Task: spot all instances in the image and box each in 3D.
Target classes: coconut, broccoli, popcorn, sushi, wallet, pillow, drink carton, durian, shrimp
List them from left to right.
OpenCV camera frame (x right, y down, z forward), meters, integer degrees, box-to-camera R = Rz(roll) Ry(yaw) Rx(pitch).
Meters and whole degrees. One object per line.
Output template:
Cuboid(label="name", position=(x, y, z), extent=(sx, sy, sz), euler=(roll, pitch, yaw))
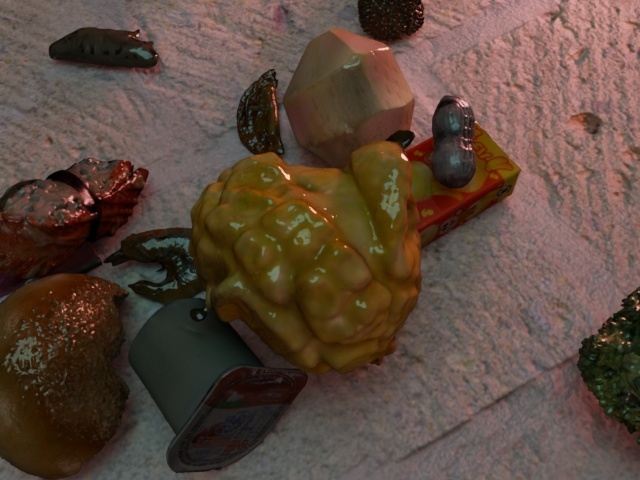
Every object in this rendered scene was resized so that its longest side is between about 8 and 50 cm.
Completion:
Cuboid(label="wallet", position=(-0.500, 0.049, 1.151), extent=(0.232, 0.025, 0.119), euler=(-29, 62, -12))
Cuboid(label="sushi", position=(-0.413, -0.048, 1.097), extent=(0.129, 0.124, 0.332), euler=(24, 33, 11))
Cuboid(label="pillow", position=(-0.436, -0.398, 1.376), extent=(0.240, 0.051, 0.093), euler=(6, 62, 11))
Cuboid(label="shrimp", position=(-0.263, 0.037, 1.121), extent=(0.187, 0.052, 0.133), euler=(-2, 61, 1))
Cuboid(label="drink carton", position=(-0.168, 0.194, 0.952), extent=(0.189, 0.185, 0.191), euler=(42, 104, 29))
Cuboid(label="popcorn", position=(0.000, 0.000, 0.935), extent=(0.349, 0.349, 0.382), euler=(36, 82, 21))
Cuboid(label="coconut", position=(0.041, -0.248, 1.168), extent=(0.236, 0.237, 0.197), euler=(30, 36, 19))
Cuboid(label="durian", position=(0.133, -0.490, 1.358), extent=(0.148, 0.091, 0.188), euler=(-34, 62, -14))
Cuboid(label="broccoli", position=(0.506, 0.184, 0.888), extent=(0.288, 0.235, 0.260), euler=(-28, 28, -1))

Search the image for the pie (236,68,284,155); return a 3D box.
Cuboid(label="pie", position=(-0.115, -0.232, 1.270), extent=(0.088, 0.033, 0.191), euler=(-10, 66, 8))

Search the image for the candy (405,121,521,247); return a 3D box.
Cuboid(label="candy", position=(0.179, -0.082, 1.131), extent=(0.276, 0.088, 0.146), euler=(-31, 64, -12))

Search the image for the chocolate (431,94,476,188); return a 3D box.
Cuboid(label="chocolate", position=(0.213, -0.159, 1.081), extent=(0.072, 0.072, 0.167), euler=(1, 61, 5))

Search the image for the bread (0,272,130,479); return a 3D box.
Cuboid(label="bread", position=(-0.382, 0.162, 0.975), extent=(0.171, 0.192, 0.314), euler=(-11, 53, 23))
